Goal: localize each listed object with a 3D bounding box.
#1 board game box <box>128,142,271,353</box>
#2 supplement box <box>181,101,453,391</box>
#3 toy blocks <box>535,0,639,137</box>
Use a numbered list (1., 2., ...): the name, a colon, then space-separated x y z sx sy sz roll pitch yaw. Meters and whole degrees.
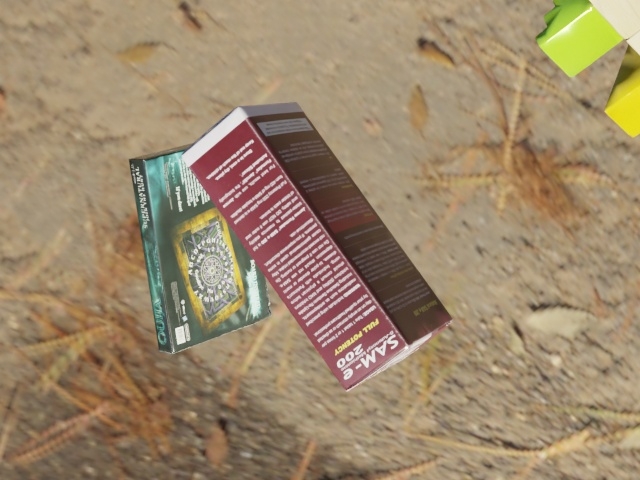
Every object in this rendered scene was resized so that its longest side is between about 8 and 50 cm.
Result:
1. board game box: -0.111 0.001 1.435 0.026 0.126 0.186 7 108 47
2. supplement box: 0.000 0.000 1.268 0.073 0.130 0.239 -39 82 21
3. toy blocks: 0.224 -0.264 1.157 0.190 0.381 0.261 -36 47 19
